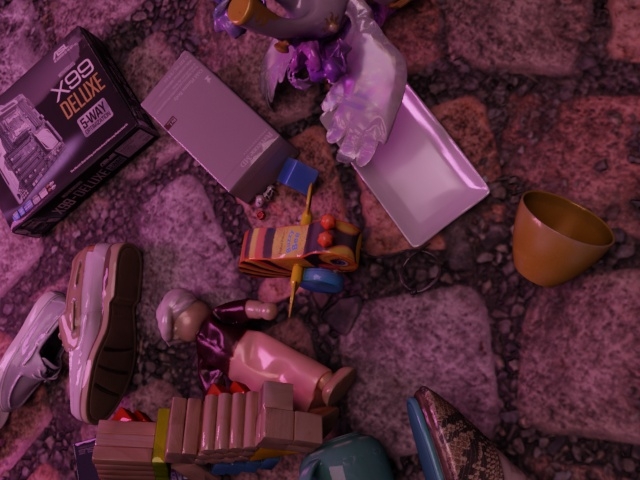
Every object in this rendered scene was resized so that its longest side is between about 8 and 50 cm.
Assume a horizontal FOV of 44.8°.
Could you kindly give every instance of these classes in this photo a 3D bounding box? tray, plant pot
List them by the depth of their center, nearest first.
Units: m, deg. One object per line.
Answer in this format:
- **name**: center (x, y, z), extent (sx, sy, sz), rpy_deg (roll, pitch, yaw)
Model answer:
- **plant pot**: center (0.317, 0.007, 1.063), extent (0.134, 0.134, 0.095), rpy_deg (34, 122, 21)
- **tray**: center (0.127, -0.132, 1.194), extent (0.145, 0.030, 0.270), rpy_deg (-37, 71, 10)

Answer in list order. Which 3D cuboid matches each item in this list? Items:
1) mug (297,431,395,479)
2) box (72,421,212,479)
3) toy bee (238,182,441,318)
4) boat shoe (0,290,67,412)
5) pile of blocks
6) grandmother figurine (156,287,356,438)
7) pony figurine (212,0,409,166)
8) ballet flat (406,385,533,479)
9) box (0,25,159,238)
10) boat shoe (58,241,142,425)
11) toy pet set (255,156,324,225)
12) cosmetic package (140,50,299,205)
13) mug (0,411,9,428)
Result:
- **mug**: center (0.033, 0.326, 1.089), extent (0.129, 0.158, 0.097), rpy_deg (-19, 71, 1)
- **box**: center (-0.273, 0.389, 1.242), extent (0.232, 0.059, 0.184), rpy_deg (-16, 78, 17)
- **toy bee**: center (0.000, 0.000, 1.127), extent (0.298, 0.162, 0.195), rpy_deg (-19, 63, 13)
- **boat shoe**: center (-0.484, 0.201, 1.337), extent (0.081, 0.079, 0.228), rpy_deg (25, 88, 26)
- **pile of blocks**: center (-0.162, 0.275, 1.137), extent (0.362, 0.149, 0.113), rpy_deg (-11, 53, 14)
- **grandmother figurine**: center (-0.121, 0.179, 1.202), extent (0.342, 0.104, 0.208), rpy_deg (29, 96, 24)
- **pony figurine**: center (0.006, -0.327, 1.118), extent (0.303, 0.363, 0.351), rpy_deg (39, 106, 33)
- **ballet flat**: center (0.229, 0.425, 1.023), extent (0.181, 0.164, 0.483), rpy_deg (-7, 85, -3)
- **box**: center (-0.470, -0.192, 1.393), extent (0.307, 0.076, 0.242), rpy_deg (-37, 71, 11)
- **boat shoe**: center (-0.374, 0.152, 1.295), extent (0.103, 0.113, 0.302), rpy_deg (0, 71, 21)
- **toy pet set**: center (-0.043, -0.064, 1.226), extent (0.122, 0.065, 0.114), rpy_deg (27, 92, 21)
- **cosmetic package**: center (-0.163, -0.182, 1.268), extent (0.238, 0.107, 0.127), rpy_deg (42, 94, 24)
- **mug**: center (-0.650, 0.314, 1.365), extent (0.169, 0.113, 0.150), rpy_deg (-13, 76, 21)
